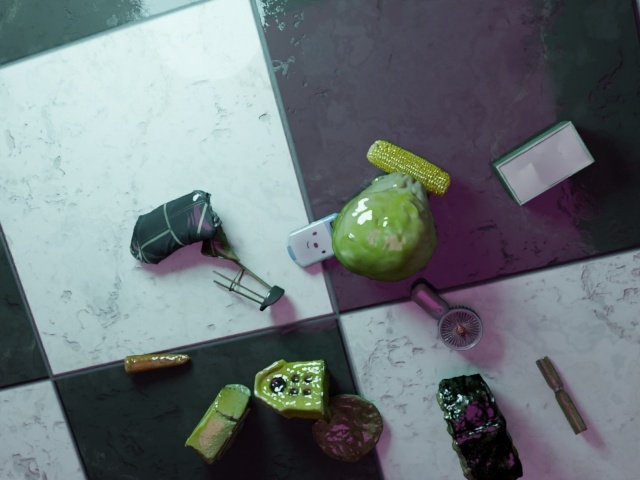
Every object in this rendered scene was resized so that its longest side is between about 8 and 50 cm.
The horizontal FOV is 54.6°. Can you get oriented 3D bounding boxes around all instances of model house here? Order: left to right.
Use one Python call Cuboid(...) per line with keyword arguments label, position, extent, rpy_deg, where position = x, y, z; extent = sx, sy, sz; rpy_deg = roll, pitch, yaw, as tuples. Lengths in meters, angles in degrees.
Cuboid(label="model house", position=(-0.087, 0.457, 1.852), extent=(0.234, 0.193, 0.174), rpy_deg=(-5, 67, 5))

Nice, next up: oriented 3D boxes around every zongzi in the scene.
Cuboid(label="zongzi", position=(-0.291, -0.020, 1.878), extent=(0.131, 0.062, 0.154), rpy_deg=(10, 95, 18))

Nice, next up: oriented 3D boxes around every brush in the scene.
Cuboid(label="brush", position=(0.716, 0.460, 1.852), extent=(0.043, 0.036, 0.248), rpy_deg=(-30, 89, 7))

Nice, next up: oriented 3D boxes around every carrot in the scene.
Cuboid(label="carrot", position=(-0.520, 0.390, 1.995), extent=(0.210, 0.061, 0.061), rpy_deg=(-7, 99, 5))

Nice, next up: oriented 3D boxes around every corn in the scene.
Cuboid(label="corn", position=(0.252, -0.207, 1.764), extent=(0.248, 0.081, 0.081), rpy_deg=(27, 103, 3))

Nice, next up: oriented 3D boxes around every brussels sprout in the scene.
Cuboid(label="brussels sprout", position=(0.190, -0.022, 1.736), extent=(0.317, 0.242, 0.273), rpy_deg=(-41, 77, 6))

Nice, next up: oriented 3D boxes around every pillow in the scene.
Cuboid(label="pillow", position=(-0.444, -0.037, 1.864), extent=(0.335, 0.092, 0.161), rpy_deg=(-22, 81, 23))

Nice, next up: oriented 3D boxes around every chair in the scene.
Cuboid(label="chair", position=(-0.222, 0.143, 1.893), extent=(0.222, 0.104, 0.095), rpy_deg=(27, 129, 7))

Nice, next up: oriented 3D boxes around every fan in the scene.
Cuboid(label="fan", position=(0.368, 0.221, 1.831), extent=(0.244, 0.074, 0.130), rpy_deg=(40, 103, 0))

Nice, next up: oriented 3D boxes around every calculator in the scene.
Cuboid(label="calculator", position=(0.000, 0.000, 1.858), extent=(0.210, 0.039, 0.121), rpy_deg=(-22, 98, 10))

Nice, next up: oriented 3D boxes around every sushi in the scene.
Cuboid(label="sushi", position=(0.460, 0.563, 1.817), extent=(0.171, 0.211, 0.350), rpy_deg=(-22, 106, 4))

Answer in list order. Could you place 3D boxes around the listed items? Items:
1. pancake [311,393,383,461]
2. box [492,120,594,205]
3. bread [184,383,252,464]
Cuboid(label="pancake", position=(0.084, 0.588, 1.955), extent=(0.223, 0.042, 0.236), rpy_deg=(7, 104, 5))
Cuboid(label="box", position=(0.610, -0.213, 1.712), extent=(0.225, 0.086, 0.129), rpy_deg=(-32, 96, 12))
Cuboid(label="bread", position=(-0.309, 0.570, 1.933), extent=(0.124, 0.186, 0.257), rpy_deg=(32, 95, 5))
